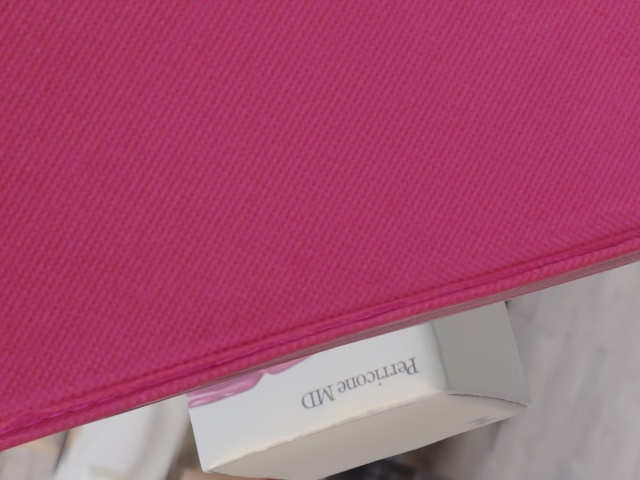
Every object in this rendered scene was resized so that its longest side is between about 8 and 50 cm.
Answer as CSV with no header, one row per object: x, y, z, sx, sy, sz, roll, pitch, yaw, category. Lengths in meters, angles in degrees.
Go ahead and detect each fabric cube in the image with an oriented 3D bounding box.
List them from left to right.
-0.054,-0.093,0.508,0.258,0.254,0.259,-5,99,67,fabric cube

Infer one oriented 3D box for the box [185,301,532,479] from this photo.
0.000,0.000,0.998,0.127,0.149,0.232,20,-127,-62,box
